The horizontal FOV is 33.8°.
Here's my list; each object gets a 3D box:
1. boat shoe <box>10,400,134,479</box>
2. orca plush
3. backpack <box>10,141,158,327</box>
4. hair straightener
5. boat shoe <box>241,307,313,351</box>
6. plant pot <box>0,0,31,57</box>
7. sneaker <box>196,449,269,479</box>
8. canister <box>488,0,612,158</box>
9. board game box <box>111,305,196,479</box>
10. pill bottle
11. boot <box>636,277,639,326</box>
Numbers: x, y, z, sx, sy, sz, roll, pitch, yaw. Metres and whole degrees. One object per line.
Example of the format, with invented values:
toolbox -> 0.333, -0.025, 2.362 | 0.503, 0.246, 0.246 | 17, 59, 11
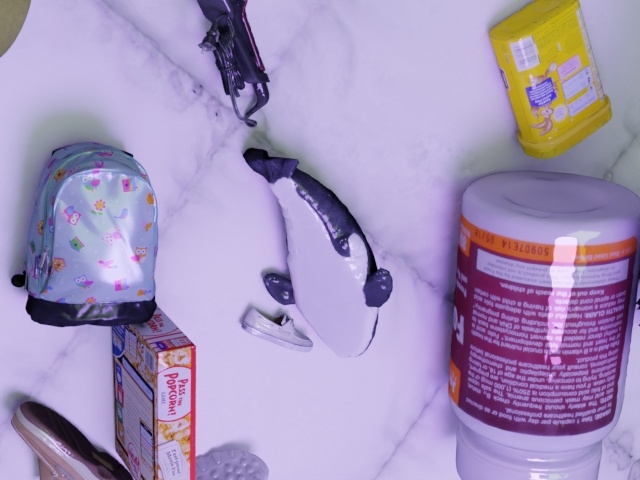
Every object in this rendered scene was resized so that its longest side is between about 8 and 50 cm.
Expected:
boat shoe -> -0.282, 0.252, 1.160 | 0.072, 0.068, 0.190 | -38, 124, 1
orca plush -> 0.000, 0.000, 1.235 | 0.151, 0.102, 0.287 | -22, 118, 30
backpack -> -0.223, -0.006, 1.061 | 0.152, 0.115, 0.182 | -1, 107, -27
hair straightener -> -0.106, -0.209, 1.084 | 0.089, 0.047, 0.230 | -54, 141, -41
boat shoe -> -0.046, 0.104, 1.259 | 0.100, 0.035, 0.035 | 23, 99, -28
plant pot -> -0.382, -0.232, 0.813 | 0.293, 0.274, 0.275 | 7, 106, -50
sneaker -> -0.157, 0.346, 1.266 | 0.235, 0.090, 0.095 | -36, 138, -14
canister -> 0.286, -0.206, 1.309 | 0.126, 0.073, 0.170 | -34, 121, -16
board game box -> -0.182, 0.175, 1.137 | 0.045, 0.147, 0.194 | -8, 113, -28
pill bottle -> 0.278, 0.126, 1.342 | 0.224, 0.224, 0.392 | -9, 113, -27
boot -> 0.488, -0.001, 1.326 | 0.445, 0.146, 0.367 | -15, 121, -69
